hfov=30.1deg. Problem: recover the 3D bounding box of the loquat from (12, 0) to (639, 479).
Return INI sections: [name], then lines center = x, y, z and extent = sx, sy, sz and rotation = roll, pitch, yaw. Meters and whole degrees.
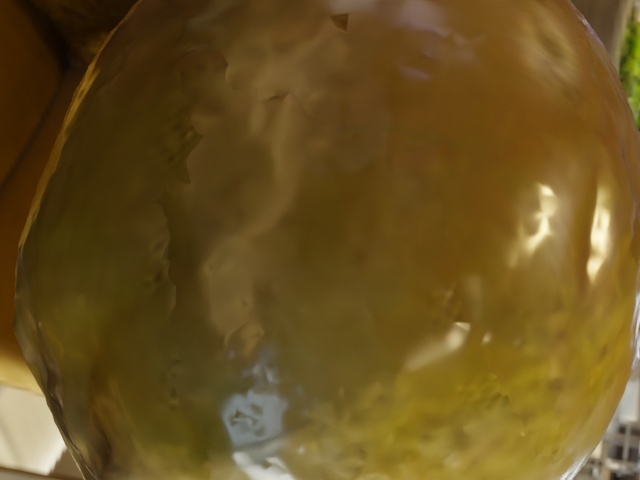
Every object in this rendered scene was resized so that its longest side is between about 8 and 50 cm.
[loquat]
center = 0.000, 0.000, 0.508
extent = 0.284, 0.276, 0.276
rotation = -48, 142, -32
